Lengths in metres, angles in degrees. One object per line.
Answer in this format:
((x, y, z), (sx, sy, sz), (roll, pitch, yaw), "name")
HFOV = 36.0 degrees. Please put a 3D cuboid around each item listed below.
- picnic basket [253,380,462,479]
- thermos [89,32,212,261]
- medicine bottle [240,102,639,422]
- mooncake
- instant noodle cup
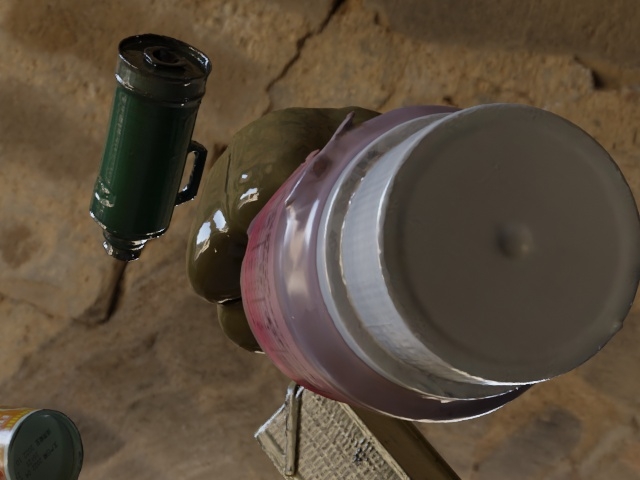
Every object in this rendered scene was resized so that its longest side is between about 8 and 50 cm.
((0.038, 0.181, 0.766), (0.164, 0.079, 0.115), (48, 12, 31), "picnic basket")
((-0.143, -0.069, 0.806), (0.073, 0.083, 0.187), (29, -57, 13), "thermos")
((0.043, 0.012, 0.459), (0.147, 0.147, 0.247), (24, -9, -8), "medicine bottle")
((0.000, 0.000, 1.726), (0.467, 0.262, 0.467), (0, -47, 0), "mooncake")
((-0.402, 0.273, 1.229), (0.185, 0.168, 0.168), (-11, -39, 34), "instant noodle cup")
